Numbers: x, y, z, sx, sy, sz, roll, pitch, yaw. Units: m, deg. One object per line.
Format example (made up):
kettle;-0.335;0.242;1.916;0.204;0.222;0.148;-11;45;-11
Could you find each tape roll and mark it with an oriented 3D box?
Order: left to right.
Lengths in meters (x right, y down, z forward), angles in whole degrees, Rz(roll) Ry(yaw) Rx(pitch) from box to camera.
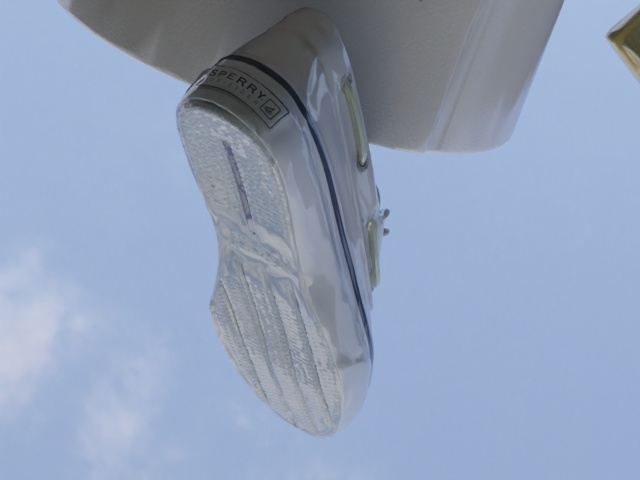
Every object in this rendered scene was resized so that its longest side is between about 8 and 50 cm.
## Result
tape roll;0.008;-0.166;0.793;0.246;0.169;0.246;18;-160;-7

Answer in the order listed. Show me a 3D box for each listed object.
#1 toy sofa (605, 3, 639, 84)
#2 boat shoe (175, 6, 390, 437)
toy sofa;0.330;-0.065;0.981;0.150;0.177;0.362;-40;-157;7
boat shoe;0.000;0.000;0.704;0.083;0.226;0.076;31;-120;25
